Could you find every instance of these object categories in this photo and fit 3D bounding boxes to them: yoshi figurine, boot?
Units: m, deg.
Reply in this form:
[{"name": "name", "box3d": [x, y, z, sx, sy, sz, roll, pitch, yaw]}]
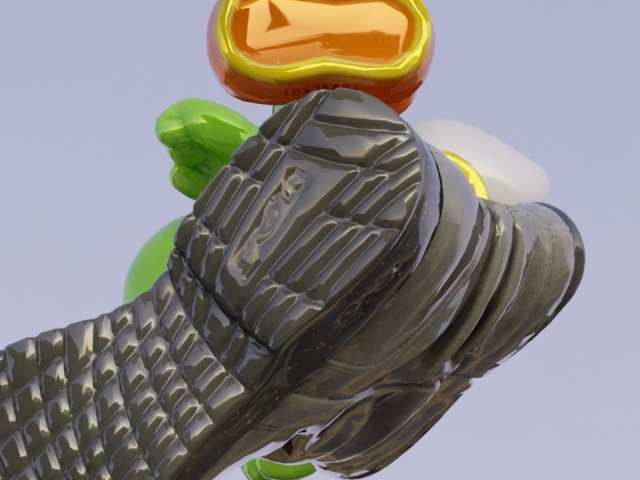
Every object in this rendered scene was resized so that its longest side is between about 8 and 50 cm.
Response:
[{"name": "yoshi figurine", "box3d": [-0.025, 0.012, 0.981, 0.203, 0.203, 0.362, -54, -10, -17]}, {"name": "boot", "box3d": [-0.024, 0.063, 0.638, 0.246, 0.083, 0.161, -40, -30, 11]}]
